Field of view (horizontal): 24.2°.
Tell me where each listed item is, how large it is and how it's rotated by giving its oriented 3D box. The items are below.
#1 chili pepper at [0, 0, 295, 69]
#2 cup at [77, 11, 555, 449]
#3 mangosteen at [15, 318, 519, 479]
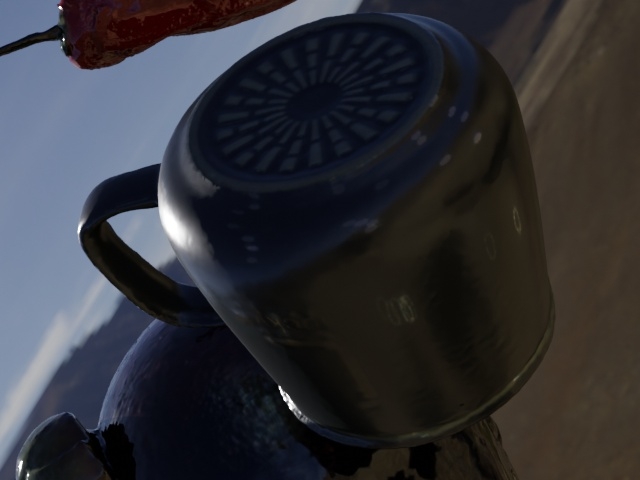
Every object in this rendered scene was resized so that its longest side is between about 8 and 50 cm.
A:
[{"bbox_3d":[-0.079,-0.142,0.897,0.050,0.268,0.059,-124,22,-44],"label":"chili pepper"},{"bbox_3d":[0.000,0.000,0.716,0.169,0.223,0.176,-79,-29,-42],"label":"cup"},{"bbox_3d":[-0.023,0.168,0.920,0.300,0.300,0.300,-59,1,1],"label":"mangosteen"}]
